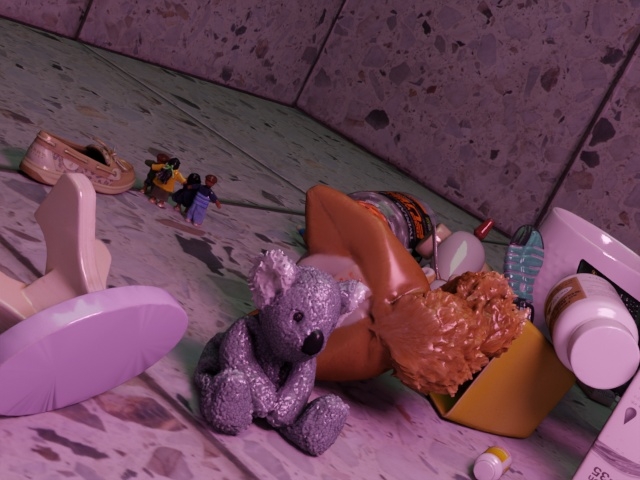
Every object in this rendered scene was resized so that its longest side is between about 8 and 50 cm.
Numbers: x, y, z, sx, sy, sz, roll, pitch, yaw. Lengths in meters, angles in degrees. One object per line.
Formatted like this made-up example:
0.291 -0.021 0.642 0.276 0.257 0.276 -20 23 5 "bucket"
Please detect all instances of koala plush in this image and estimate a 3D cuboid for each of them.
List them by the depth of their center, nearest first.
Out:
-0.049 0.124 1.205 0.196 0.221 0.203 19 15 -28 "koala plush"

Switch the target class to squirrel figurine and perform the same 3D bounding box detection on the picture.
0.118 0.124 1.484 0.396 0.281 0.370 22 -4 22 "squirrel figurine"

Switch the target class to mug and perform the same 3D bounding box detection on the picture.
0.511 0.152 1.914 0.276 0.328 0.374 31 17 -3 "mug"

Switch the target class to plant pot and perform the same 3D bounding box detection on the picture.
0.314 0.219 1.614 0.187 0.212 0.212 33 10 -22 "plant pot"

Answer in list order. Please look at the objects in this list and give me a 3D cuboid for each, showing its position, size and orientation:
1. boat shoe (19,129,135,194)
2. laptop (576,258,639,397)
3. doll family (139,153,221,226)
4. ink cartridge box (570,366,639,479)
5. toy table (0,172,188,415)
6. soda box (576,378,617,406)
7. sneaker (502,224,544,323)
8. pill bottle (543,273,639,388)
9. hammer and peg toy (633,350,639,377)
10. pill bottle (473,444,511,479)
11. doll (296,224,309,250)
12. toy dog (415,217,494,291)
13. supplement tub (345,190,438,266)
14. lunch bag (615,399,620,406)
-0.448 -0.151 1.774 0.104 0.089 0.285 31 14 21 "boat shoe"
0.581 0.157 1.642 0.264 0.136 0.234 37 48 -5 "laptop"
-0.285 -0.112 1.889 0.192 0.111 0.076 27 13 1 "doll family"
0.521 0.331 1.383 0.207 0.283 0.117 32 18 21 "ink cartridge box"
-0.286 0.070 0.991 0.161 0.252 0.274 50 12 18 "toy table"
0.629 0.311 2.135 0.058 0.063 0.183 24 14 -12 "soda box"
0.386 0.079 1.861 0.083 0.224 0.098 17 -15 -15 "sneaker"
0.436 0.146 1.480 0.131 0.131 0.229 26 17 -1 "pill bottle"
0.675 0.332 1.705 0.127 0.266 0.361 -6 28 -10 "hammer and peg toy"
0.255 0.335 1.373 0.043 0.043 0.083 32 14 22 "pill bottle"
0.000 0.000 2.149 0.129 0.046 0.189 36 19 -2 "doll"
0.286 0.045 1.827 0.220 0.161 0.334 32 22 -19 "toy dog"
0.129 -0.010 2.085 0.207 0.207 0.338 31 14 18 "supplement tub"
0.773 0.399 2.030 0.218 0.090 0.176 22 11 -22 "lunch bag"
